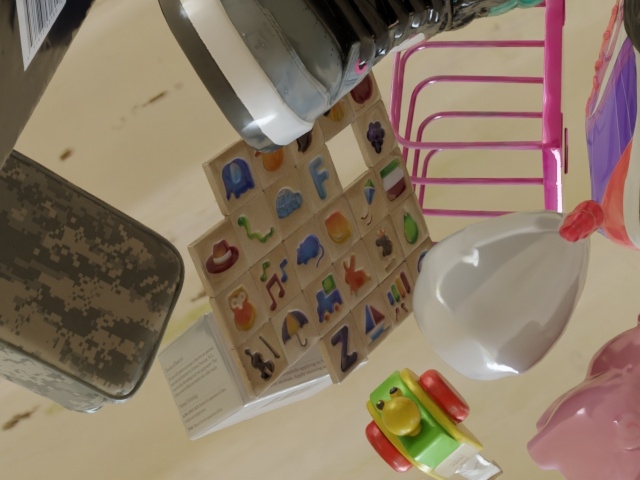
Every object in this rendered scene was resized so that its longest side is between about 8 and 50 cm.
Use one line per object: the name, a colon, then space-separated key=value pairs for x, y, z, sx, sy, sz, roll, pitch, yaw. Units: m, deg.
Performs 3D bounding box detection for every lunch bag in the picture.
lunch bag: x=-0.342 y=0.052 z=1.498 sx=0.305 sy=0.256 sz=0.213 roll=30 pitch=-118 yaw=-23

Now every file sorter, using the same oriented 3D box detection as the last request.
file sorter: x=0.180 y=-0.104 z=1.500 sx=0.291 sy=0.182 sz=0.202 roll=72 pitch=-158 yaw=-58

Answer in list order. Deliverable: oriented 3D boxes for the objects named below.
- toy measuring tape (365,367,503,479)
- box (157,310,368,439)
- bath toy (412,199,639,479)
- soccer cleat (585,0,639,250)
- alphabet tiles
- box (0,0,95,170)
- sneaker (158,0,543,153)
toy measuring tape: x=0.130 y=0.218 z=1.570 sx=0.330 sy=0.121 sz=0.121 roll=38 pitch=-139 yaw=-62
box: x=-0.073 y=0.141 z=1.631 sx=0.181 sy=0.182 sz=0.119 roll=-16 pitch=-102 yaw=-31
bath toy: x=0.209 y=0.111 z=0.824 sx=0.348 sy=0.129 sz=0.151 roll=47 pitch=-161 yaw=1
soccer cleat: x=0.278 y=-0.148 z=1.182 sx=0.108 sy=0.116 sz=0.318 roll=-7 pitch=-77 yaw=-29
alphabet tiles: x=0.000 y=0.000 z=0.975 sx=0.237 sy=0.009 sz=0.198 roll=-40 pitch=-63 yaw=-43
box: x=-0.369 y=-0.216 z=1.104 sx=0.293 sy=0.183 sz=0.296 roll=10 pitch=-134 yaw=6
sneaker: x=0.036 y=-0.139 z=0.673 sx=0.124 sy=0.178 sz=0.295 roll=57 pitch=-164 yaw=-11
